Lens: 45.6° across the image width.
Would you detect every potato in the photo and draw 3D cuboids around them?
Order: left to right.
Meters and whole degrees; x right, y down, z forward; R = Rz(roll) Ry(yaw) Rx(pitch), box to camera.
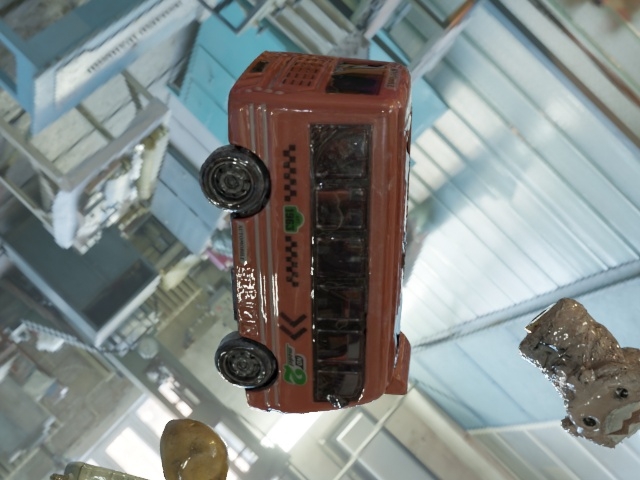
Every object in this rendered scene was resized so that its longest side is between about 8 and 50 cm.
[{"bbox_3d":[-0.205,0.360,1.248,0.112,0.147,0.112,-21,-177,1],"label":"potato"}]

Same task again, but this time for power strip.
[{"bbox_3d":[-0.371,0.499,1.460,0.058,0.338,0.098,-13,-123,45],"label":"power strip"}]

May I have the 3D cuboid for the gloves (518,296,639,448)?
[{"bbox_3d":[0.250,0.124,0.705,0.094,0.144,0.111,-29,144,-48],"label":"gloves"}]

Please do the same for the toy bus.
[{"bbox_3d":[0.000,0.000,0.923,0.203,0.232,0.427,-70,162,-60],"label":"toy bus"}]
